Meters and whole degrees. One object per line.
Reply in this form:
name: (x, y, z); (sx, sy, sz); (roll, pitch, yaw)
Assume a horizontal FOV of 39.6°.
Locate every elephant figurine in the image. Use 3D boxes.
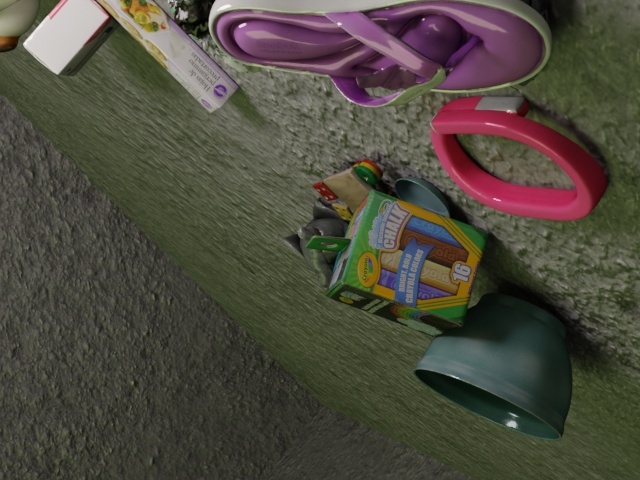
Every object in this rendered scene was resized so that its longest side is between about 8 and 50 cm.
elephant figurine: (0.000, 0.000, 1.967); (0.239, 0.169, 0.186); (-139, 36, -59)

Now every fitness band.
fitness band: (0.268, -0.111, 1.256); (0.209, 0.054, 0.290); (48, 162, -28)

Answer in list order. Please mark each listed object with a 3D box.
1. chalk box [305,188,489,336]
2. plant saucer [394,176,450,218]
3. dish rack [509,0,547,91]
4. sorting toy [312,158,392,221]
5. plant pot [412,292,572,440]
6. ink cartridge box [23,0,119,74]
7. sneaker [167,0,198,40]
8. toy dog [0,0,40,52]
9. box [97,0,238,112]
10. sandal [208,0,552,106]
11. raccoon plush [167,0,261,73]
chalk box: (0.120, 0.034, 1.586); (0.288, 0.179, 0.180); (21, 165, -5)
plant saucer: (0.186, -0.075, 1.576); (0.119, 0.021, 0.119); (35, 162, 13)
dish rack: (0.140, -0.275, 1.067); (0.271, 0.074, 0.208); (32, 163, 22)
sorting toy: (0.083, -0.092, 1.703); (0.132, 0.046, 0.274); (43, 162, -13)
plant pot: (0.346, 0.221, 1.661); (0.293, 0.196, 0.293); (26, 166, 7)
ink cartridge box: (-0.498, -0.418, 1.795); (0.092, 0.158, 0.218); (42, -178, -13)
sneaker: (-0.180, -0.411, 1.286); (0.343, 0.134, 0.146); (46, 161, -20)
toy dog: (-0.681, -0.564, 1.807); (0.395, 0.285, 0.408); (5, 167, -14)
box: (-0.300, -0.386, 1.723); (0.324, 0.063, 0.067); (45, 164, -17)
sandal: (0.056, -0.209, 1.031); (0.416, 0.102, 0.169); (8, 155, 24)
raccoon plush: (-0.121, -0.427, 1.043); (0.446, 0.216, 0.299); (42, 158, -26)
